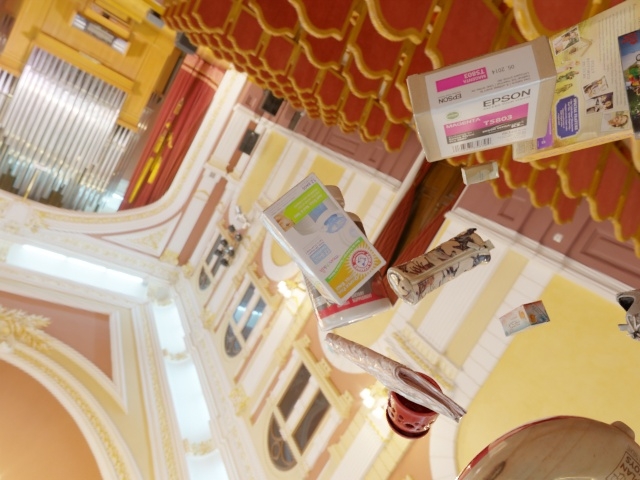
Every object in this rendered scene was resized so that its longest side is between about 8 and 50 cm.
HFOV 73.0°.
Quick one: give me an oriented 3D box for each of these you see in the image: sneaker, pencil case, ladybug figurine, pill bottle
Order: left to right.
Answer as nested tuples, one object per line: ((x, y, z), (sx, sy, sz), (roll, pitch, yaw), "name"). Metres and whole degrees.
((0.035, 0.039, 1.026), (0.176, 0.176, 0.318), (12, -124, -64), "pill bottle")
((0.448, 0.098, 1.632), (0.160, 0.410, 0.183), (60, 160, 16), "pencil case")
((0.388, 0.489, 0.795), (0.305, 0.449, 0.162), (45, -176, -6), "ladybug figurine")
((0.609, 0.176, 0.782), (0.115, 0.105, 0.281), (-3, -161, 28), "sneaker")

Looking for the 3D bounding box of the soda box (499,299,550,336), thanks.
((0.576, 0.225, 1.231), (0.183, 0.058, 0.063), (85, 173, -68), "soda box")

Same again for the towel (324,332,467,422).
((0.201, 0.385, 1.233), (0.317, 0.053, 0.332), (40, 162, -26), "towel")

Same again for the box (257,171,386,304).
((0.000, 0.000, 0.762), (0.203, 0.114, 0.103), (51, 168, -5), "box")

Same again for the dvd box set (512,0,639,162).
((0.663, -0.384, 1.038), (0.062, 0.307, 0.420), (4, 173, -32), "dvd box set")

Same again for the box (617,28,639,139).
((0.567, -0.251, 0.605), (0.233, 0.159, 0.044), (-10, 169, 36), "box")

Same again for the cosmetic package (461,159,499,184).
((0.566, -0.241, 1.536), (0.041, 0.115, 0.060), (-83, -24, -70), "cosmetic package")

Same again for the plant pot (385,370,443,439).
((0.327, 0.593, 1.550), (0.191, 0.174, 0.191), (6, -144, -4), "plant pot")

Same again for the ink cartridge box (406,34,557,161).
((0.297, -0.248, 0.808), (0.235, 0.088, 0.193), (-10, 160, 20), "ink cartridge box")
